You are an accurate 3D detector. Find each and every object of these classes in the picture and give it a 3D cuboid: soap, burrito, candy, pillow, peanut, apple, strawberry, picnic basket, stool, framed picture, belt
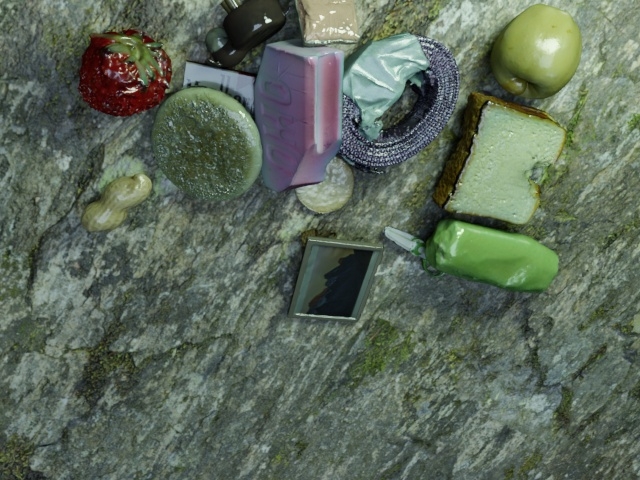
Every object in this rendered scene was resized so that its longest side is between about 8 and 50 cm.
[{"bbox_3d":[-0.050,-0.255,1.427,0.109,0.192,0.324,-25,129,-35],"label":"soap"},{"bbox_3d":[0.333,-0.110,1.633,0.058,0.045,0.188,-11,116,7],"label":"burrito"},{"bbox_3d":[0.423,0.038,1.653,0.343,0.132,0.142,15,93,-22],"label":"candy"},{"bbox_3d":[0.005,-0.496,1.352,0.126,0.043,0.233,-5,73,-18],"label":"pillow"},{"bbox_3d":[-0.458,-0.084,1.512,0.187,0.082,0.082,-43,112,9],"label":"peanut"},{"bbox_3d":[0.468,-0.404,1.457,0.199,0.200,0.200,-3,113,-7],"label":"apple"},{"bbox_3d":[-0.406,-0.329,1.373,0.184,0.187,0.201,20,139,-39],"label":"strawberry"},{"bbox_3d":[0.000,0.000,1.614,0.083,0.072,0.072,-16,114,10],"label":"picnic basket"},{"bbox_3d":[-0.164,-0.445,1.387,0.217,0.125,0.121,-30,97,25],"label":"stool"},{"bbox_3d":[0.034,0.101,1.650,0.192,0.018,0.266,5,130,-12],"label":"framed picture"},{"bbox_3d":[0.154,-0.310,1.484,0.324,0.122,0.260,-40,117,8],"label":"belt"}]

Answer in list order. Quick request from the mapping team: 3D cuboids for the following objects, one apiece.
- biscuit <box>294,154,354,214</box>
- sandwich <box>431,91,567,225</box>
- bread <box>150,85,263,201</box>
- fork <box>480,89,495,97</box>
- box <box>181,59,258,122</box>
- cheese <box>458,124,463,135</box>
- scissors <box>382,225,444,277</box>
[{"bbox_3d":[0.009,-0.134,1.588,0.151,0.020,0.152,-3,113,-7],"label":"biscuit"},{"bbox_3d":[0.417,-0.180,1.547,0.248,0.095,0.274,13,108,-16],"label":"sandwich"},{"bbox_3d":[-0.250,-0.203,1.466,0.266,0.040,0.267,6,120,10],"label":"bread"},{"bbox_3d":[0.418,-0.322,1.574,0.115,0.016,0.012,32,127,-19],"label":"fork"},{"bbox_3d":[-0.214,-0.319,1.470,0.177,0.036,0.115,9,111,-12],"label":"box"},{"bbox_3d":[0.410,-0.222,1.601,0.192,0.037,0.097,28,105,-19],"label":"cheese"},{"bbox_3d":[0.244,0.015,1.682,0.204,0.027,0.101,27,102,-19],"label":"scissors"}]
